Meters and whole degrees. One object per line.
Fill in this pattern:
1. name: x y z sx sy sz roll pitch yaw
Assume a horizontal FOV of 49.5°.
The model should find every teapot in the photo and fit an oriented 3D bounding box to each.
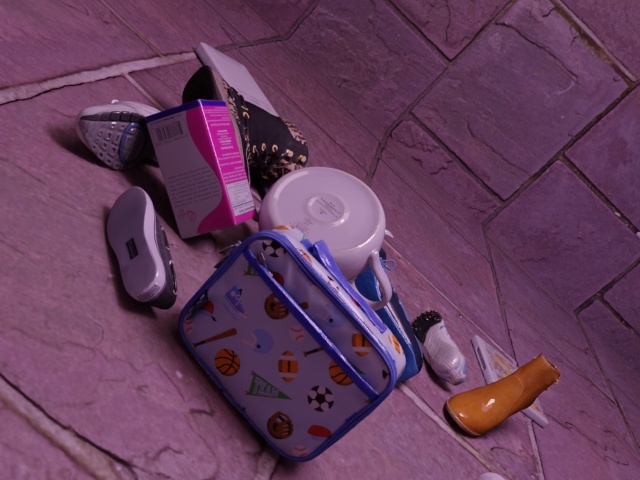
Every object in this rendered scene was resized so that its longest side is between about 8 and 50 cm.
1. teapot: 0.000 0.000 1.318 0.253 0.187 0.256 2 51 -9

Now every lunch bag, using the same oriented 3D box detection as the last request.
1. lunch bag: -0.042 0.132 0.970 0.303 0.243 0.115 48 19 7

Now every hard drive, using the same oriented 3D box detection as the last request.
1. hard drive: -0.235 -0.447 2.054 0.203 0.040 0.307 18 33 -52

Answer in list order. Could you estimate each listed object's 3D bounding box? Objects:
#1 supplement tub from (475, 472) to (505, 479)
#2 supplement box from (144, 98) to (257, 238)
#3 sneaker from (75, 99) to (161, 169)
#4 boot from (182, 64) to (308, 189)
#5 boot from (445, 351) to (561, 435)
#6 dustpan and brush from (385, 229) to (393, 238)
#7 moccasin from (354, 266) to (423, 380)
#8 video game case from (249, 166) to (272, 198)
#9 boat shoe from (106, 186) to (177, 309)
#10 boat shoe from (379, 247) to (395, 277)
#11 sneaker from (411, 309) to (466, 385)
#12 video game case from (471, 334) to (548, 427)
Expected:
1. supplement tub: 0.298 0.467 1.234 0.071 0.071 0.107 49 20 11
2. supplement box: -0.207 -0.126 1.226 0.114 0.111 0.220 -29 106 -71
3. sneaker: -0.356 -0.203 1.268 0.129 0.111 0.297 35 12 12
4. boot: -0.147 -0.184 1.508 0.284 0.138 0.377 24 37 -45
5. boot: 0.413 0.327 1.533 0.295 0.211 0.104 15 34 -54
6. dustpan and brush: 0.109 -0.061 1.932 0.211 0.060 0.147 42 20 -7
7. moccasin: 0.101 0.139 1.458 0.117 0.138 0.342 12 52 -64
8. video game case: -0.025 -0.103 1.693 0.274 0.026 0.196 11 36 -32
9. boat shoe: -0.258 0.012 1.041 0.076 0.080 0.228 50 7 -47
10. boat shoe: 0.114 0.041 1.694 0.109 0.089 0.258 29 25 -38
11. sneaker: 0.278 0.251 1.636 0.237 0.085 0.086 -107 173 -60
12. video game case: 0.518 0.383 1.907 0.227 0.026 0.206 38 21 -19
